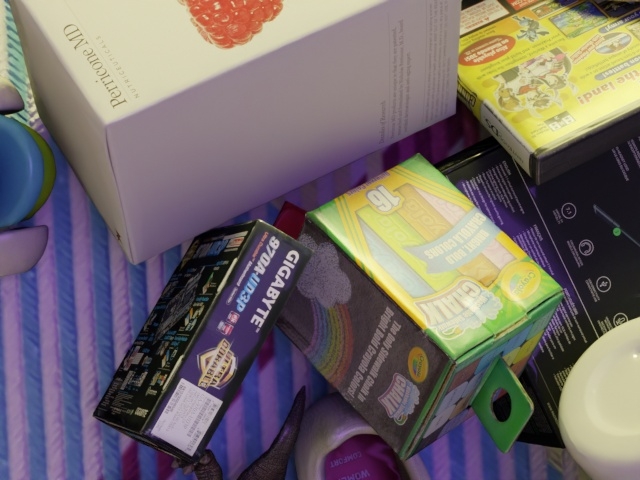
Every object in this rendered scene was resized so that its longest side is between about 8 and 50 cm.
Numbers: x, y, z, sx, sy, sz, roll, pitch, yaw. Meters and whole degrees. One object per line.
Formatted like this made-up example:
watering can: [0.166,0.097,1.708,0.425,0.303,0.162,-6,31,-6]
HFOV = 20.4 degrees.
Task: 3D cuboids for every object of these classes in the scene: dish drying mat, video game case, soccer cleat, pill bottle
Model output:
dish drying mat: [0.000,0.000,1.478,0.083,0.008,0.032,29,82,-13]
video game case: [0.221,-0.185,1.452,0.275,0.035,0.248,-26,51,-15]
soccer cleat: [0.060,0.281,1.412,0.116,0.143,0.331,-22,93,-8]
pill bottle: [0.303,0.184,1.377,0.146,0.146,0.264,-50,128,-12]

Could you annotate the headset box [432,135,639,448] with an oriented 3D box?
headset box: [0.242,-0.001,1.483,0.283,0.131,0.246,-28,95,-15]

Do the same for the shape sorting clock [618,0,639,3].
shape sorting clock: [0.261,-0.275,1.475,0.206,0.040,0.206,-3,49,4]

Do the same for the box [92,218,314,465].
box: [-0.094,0.074,1.340,0.051,0.220,0.175,31,79,-13]

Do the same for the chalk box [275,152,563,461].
chalk box: [0.086,0.064,1.346,0.132,0.132,0.213,-29,65,-37]

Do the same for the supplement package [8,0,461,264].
supplement package: [-0.061,-0.148,1.347,0.293,0.175,0.177,-26,58,-15]

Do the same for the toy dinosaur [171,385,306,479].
toy dinosaur: [-0.101,0.253,1.397,0.160,0.121,0.313,48,62,-44]

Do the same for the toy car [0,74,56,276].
toy car: [-0.285,-0.045,1.332,0.182,0.136,0.159,-9,90,-16]
